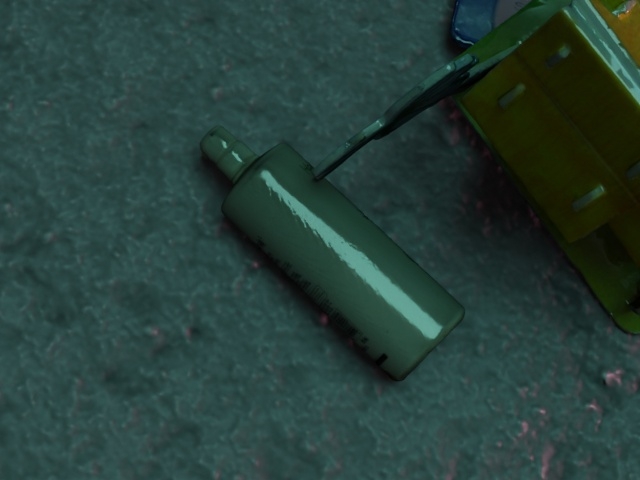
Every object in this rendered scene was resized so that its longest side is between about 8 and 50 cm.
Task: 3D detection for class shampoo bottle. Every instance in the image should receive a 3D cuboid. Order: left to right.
[{"bbox_3d":[0.000,0.000,1.236,0.262,0.085,0.085,44,66,4],"label":"shampoo bottle"}]

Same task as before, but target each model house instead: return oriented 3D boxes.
[{"bbox_3d":[0.204,-0.049,1.177,0.340,0.323,0.300,-36,87,5],"label":"model house"}]

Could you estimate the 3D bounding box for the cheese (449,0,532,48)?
[{"bbox_3d":[0.262,-0.183,1.379,0.285,0.074,0.189,16,66,-4],"label":"cheese"}]
